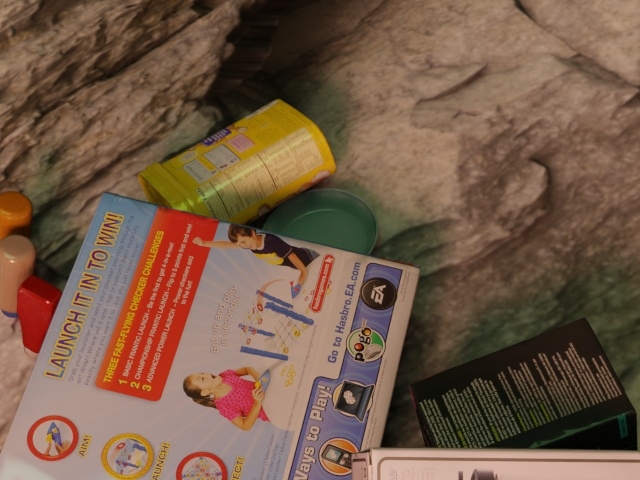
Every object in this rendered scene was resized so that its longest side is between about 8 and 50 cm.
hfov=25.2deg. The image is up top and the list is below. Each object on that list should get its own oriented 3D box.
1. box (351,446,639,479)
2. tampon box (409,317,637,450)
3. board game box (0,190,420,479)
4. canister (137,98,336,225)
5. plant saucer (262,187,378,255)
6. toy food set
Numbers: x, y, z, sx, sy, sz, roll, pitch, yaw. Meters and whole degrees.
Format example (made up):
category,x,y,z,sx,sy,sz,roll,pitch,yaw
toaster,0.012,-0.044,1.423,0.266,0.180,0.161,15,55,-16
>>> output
category,x,y,z,sx,sy,sz,roll,pitch,yaw
box,0.169,0.239,1.067,0.290,0.087,0.169,1,81,-8
tampon box,0.170,0.160,1.198,0.161,0.120,0.101,-20,52,-3
board game box,-0.091,0.132,1.253,0.302,0.086,0.308,14,56,3
canister,-0.084,-0.067,1.453,0.170,0.073,0.126,-31,34,-13
plant saucer,0.000,0.000,1.425,0.119,0.021,0.119,-7,51,8
toy food set,-0.241,0.059,1.411,0.232,0.104,0.111,26,47,9
